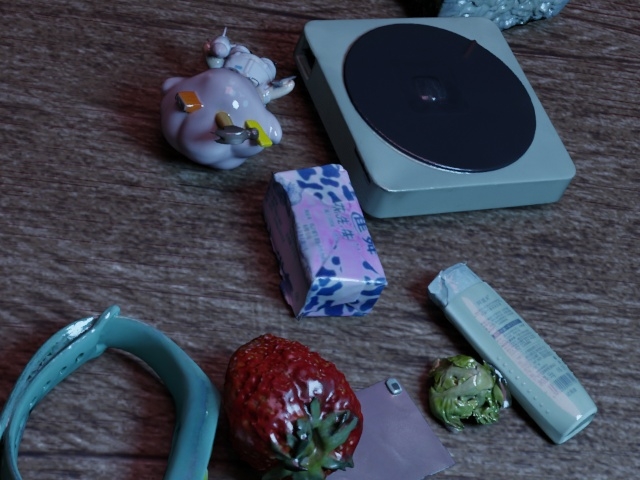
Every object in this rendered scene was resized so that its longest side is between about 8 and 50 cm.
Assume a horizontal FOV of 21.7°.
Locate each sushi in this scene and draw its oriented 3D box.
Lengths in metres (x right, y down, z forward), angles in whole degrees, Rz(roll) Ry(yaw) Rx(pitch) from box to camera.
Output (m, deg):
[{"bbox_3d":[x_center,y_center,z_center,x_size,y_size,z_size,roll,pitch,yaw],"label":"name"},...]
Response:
[{"bbox_3d":[0.206,-0.331,2.046,0.225,0.124,0.127,-17,58,-26],"label":"sushi"}]

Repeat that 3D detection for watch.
[{"bbox_3d":[-0.190,0.169,1.499,0.195,0.068,0.237,17,51,-5],"label":"watch"}]

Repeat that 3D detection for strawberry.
[{"bbox_3d":[-0.035,0.154,1.535,0.131,0.131,0.148,-19,36,-34],"label":"strawberry"}]

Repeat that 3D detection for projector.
[{"bbox_3d":[0.124,-0.140,1.877,0.259,0.079,0.257,-5,54,-25],"label":"projector"}]

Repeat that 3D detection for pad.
[{"bbox_3d":[0.030,0.200,1.597,0.187,0.006,0.113,-18,60,-33],"label":"pad"}]

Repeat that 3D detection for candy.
[{"bbox_3d":[0.000,0.000,1.712,0.092,0.073,0.160,-3,53,-22],"label":"candy"}]

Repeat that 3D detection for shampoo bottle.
[{"bbox_3d":[0.195,0.113,1.710,0.072,0.049,0.212,-27,66,-33],"label":"shampoo bottle"}]

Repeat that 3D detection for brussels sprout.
[{"bbox_3d":[0.151,0.149,1.659,0.085,0.058,0.085,18,54,-27],"label":"brussels sprout"}]

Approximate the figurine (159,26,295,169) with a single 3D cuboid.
[{"bbox_3d":[-0.102,-0.144,1.776,0.137,0.112,0.229,31,33,-6],"label":"figurine"}]
